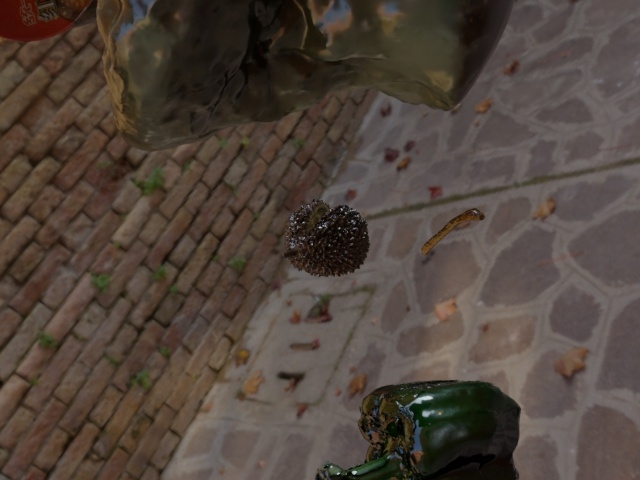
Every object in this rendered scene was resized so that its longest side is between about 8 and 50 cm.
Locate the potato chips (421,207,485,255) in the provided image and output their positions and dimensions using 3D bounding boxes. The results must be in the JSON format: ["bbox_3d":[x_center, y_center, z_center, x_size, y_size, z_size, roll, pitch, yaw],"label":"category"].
[{"bbox_3d":[0.253,-0.018,1.457,0.026,0.037,0.204,-18,-13,-33],"label":"potato chips"}]

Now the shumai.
[{"bbox_3d":[-0.003,-0.242,0.615,0.324,0.323,0.398,107,168,-51],"label":"shumai"}]

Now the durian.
[{"bbox_3d":[0.000,0.000,1.511,0.196,0.167,0.196,-18,7,2],"label":"durian"}]

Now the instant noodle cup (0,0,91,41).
[{"bbox_3d":[-0.400,-0.359,0.898,0.174,0.213,0.213,22,67,35],"label":"instant noodle cup"}]

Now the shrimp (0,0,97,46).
[{"bbox_3d":[-0.405,-0.379,1.229,0.296,0.058,0.169,-26,22,-16],"label":"shrimp"}]

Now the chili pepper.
[{"bbox_3d":[0.108,0.247,0.874,0.260,0.174,0.165,-5,21,-17],"label":"chili pepper"}]
